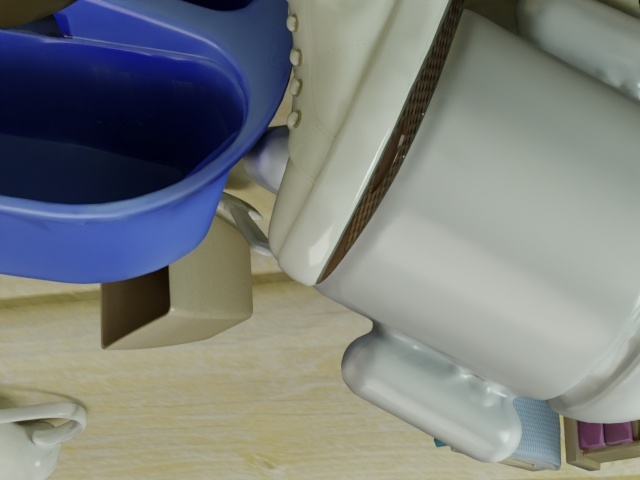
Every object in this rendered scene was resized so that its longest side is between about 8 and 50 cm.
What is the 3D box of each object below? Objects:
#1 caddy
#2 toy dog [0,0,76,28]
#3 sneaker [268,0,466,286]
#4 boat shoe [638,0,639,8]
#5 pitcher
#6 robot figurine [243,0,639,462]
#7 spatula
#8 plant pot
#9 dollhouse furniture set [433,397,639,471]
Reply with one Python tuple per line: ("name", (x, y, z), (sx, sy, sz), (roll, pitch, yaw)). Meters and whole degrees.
("caddy", (-0.186, -0.114, 0.860), (0.341, 0.241, 0.179), (8, 155, -2))
("toy dog", (-0.100, -0.237, 0.446), (0.284, 0.408, 0.395), (29, 144, -35))
("sneaker", (0.010, -0.124, 0.787), (0.123, 0.290, 0.106), (20, 175, 7))
("boat shoe", (0.189, -0.203, 0.701), (0.127, 0.158, 0.340), (-7, 148, 24))
("pitcher", (-0.375, 0.214, 1.623), (0.207, 0.125, 0.178), (20, 129, -42))
("robot figurine", (0.130, -0.013, 0.940), (0.353, 0.300, 0.200), (28, -178, -10))
("spatula", (0.000, 0.000, 1.106), (0.168, 0.019, 0.242), (21, -174, -14))
("plant pot", (-0.117, 0.033, 1.250), (0.096, 0.109, 0.109), (14, 152, -37))
("dollhouse furniture set", (0.225, 0.122, 1.140), (0.198, 0.286, 0.303), (-15, 155, 34))
